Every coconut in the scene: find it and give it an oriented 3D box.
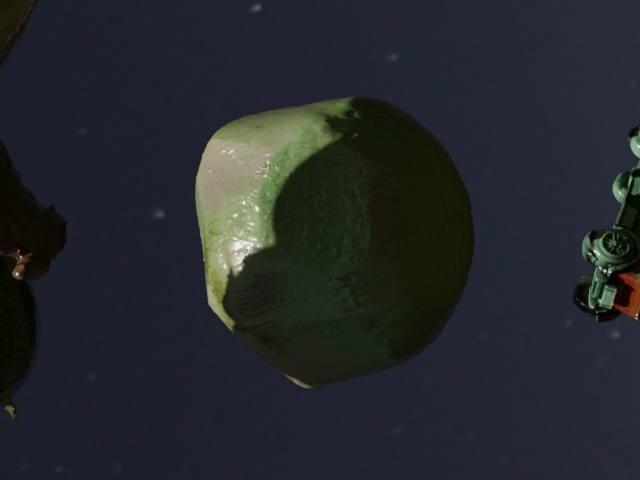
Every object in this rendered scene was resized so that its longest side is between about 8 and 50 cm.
[{"bbox_3d":[0.000,0.000,1.790,0.281,0.328,0.328,-30,-79,-47],"label":"coconut"}]

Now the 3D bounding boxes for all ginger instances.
[{"bbox_3d":[-0.308,-0.088,1.354,0.290,0.084,0.122,50,-153,-24],"label":"ginger"}]

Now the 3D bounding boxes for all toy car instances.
[{"bbox_3d":[0.218,-0.011,1.158,0.073,0.054,0.143,92,-159,-51],"label":"toy car"}]

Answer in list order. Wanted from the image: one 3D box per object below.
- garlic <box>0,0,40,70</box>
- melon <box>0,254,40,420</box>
[{"bbox_3d":[-0.234,-0.094,0.907,0.145,0.245,0.164,38,-177,20],"label":"garlic"},{"bbox_3d":[-0.349,0.046,1.460,0.288,0.182,0.182,45,-153,13],"label":"melon"}]
